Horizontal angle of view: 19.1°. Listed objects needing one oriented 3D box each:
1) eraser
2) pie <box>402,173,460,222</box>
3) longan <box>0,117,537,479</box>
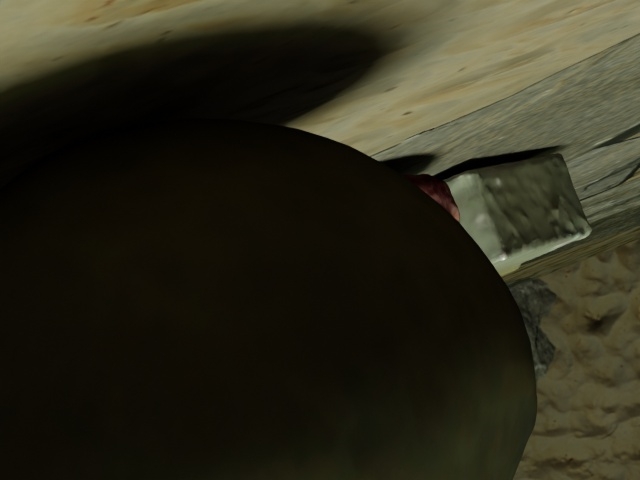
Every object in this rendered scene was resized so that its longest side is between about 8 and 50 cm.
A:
[{"bbox_3d":[0.022,0.032,1.409,0.343,0.078,0.144,-25,173,35],"label":"eraser"},{"bbox_3d":[0.000,0.000,1.197,0.182,0.050,0.182,-15,171,-2],"label":"pie"},{"bbox_3d":[-0.055,0.072,0.786,0.300,0.243,0.300,-4,163,-1],"label":"longan"}]
